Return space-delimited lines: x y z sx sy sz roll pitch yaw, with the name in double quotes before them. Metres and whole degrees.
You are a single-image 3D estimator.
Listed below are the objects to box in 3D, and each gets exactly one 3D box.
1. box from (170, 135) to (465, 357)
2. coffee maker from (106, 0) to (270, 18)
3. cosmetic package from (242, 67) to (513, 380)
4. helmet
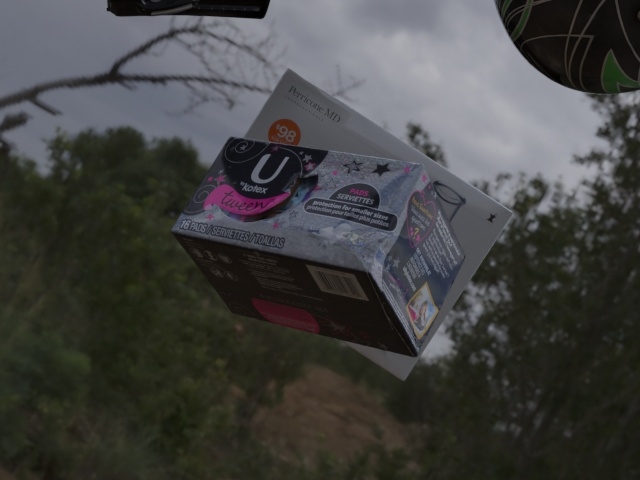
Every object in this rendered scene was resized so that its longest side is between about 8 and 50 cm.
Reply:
"box" 0.000 0.000 1.167 0.247 0.142 0.163 10 -32 32
"coffee maker" -0.146 -0.306 1.226 0.178 0.120 0.171 -1 10 -12
"cosmetic package" 0.037 -0.023 1.574 0.377 0.284 0.097 32 1 1
"helmet" 0.184 -0.170 0.686 0.169 0.161 0.169 58 -18 31
